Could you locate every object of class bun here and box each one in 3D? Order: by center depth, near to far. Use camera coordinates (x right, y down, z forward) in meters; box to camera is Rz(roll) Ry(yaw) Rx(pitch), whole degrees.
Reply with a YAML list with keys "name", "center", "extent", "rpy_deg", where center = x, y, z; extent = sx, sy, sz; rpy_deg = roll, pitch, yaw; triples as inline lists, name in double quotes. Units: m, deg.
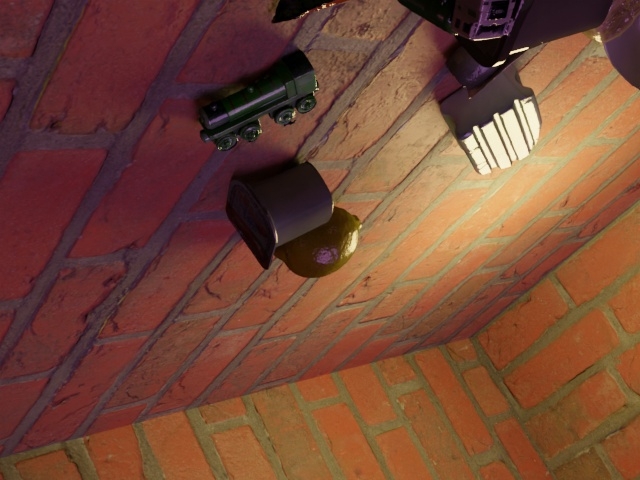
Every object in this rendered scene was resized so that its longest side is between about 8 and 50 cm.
- name: "bun"
  center: [0.626, -0.532, 1.958]
  extent: [0.193, 0.128, 0.178]
  rpy_deg: [-46, 155, 11]

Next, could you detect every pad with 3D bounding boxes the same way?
- name: "pad"
  center: [0.410, -0.406, 1.989]
  extent: [0.232, 0.004, 0.156]
  rpy_deg: [-40, -165, 21]

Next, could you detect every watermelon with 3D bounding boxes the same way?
- name: "watermelon"
  center: [0.030, -0.431, 1.558]
  extent: [0.245, 0.063, 0.119]
  rpy_deg: [-25, 178, -19]

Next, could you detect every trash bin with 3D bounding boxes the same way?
- name: "trash bin"
  center: [0.390, -0.463, 1.653]
  extent: [0.250, 0.220, 0.219]
  rpy_deg: [-15, 145, -19]

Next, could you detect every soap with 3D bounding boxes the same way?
- name: "soap"
  center: [0.438, -0.290, 2.259]
  extent: [0.208, 0.115, 0.347]
  rpy_deg: [-32, 158, 10]

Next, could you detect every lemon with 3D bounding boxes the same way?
- name: "lemon"
  center: [0.000, 0.000, 2.281]
  extent: [0.248, 0.184, 0.184]
  rpy_deg: [-21, 157, -17]

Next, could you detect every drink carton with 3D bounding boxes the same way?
- name: "drink carton"
  center: [-0.082, -0.071, 2.032]
  extent: [0.189, 0.185, 0.191]
  rpy_deg: [-22, 155, -23]

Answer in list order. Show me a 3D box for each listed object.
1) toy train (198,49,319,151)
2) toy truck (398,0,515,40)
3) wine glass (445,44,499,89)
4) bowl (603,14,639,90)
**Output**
- name: "toy train"
  center: [-0.117, -0.261, 1.715]
  extent: [0.251, 0.085, 0.119]
  rpy_deg: [-27, 152, -9]
- name: "toy truck"
  center: [0.226, -0.428, 1.571]
  extent: [0.101, 0.242, 0.125]
  rpy_deg: [-13, 128, -32]
- name: "wine glass"
  center: [0.347, -0.480, 1.858]
  extent: [0.309, 0.096, 0.264]
  rpy_deg: [-39, 132, 25]
- name: "bowl"
  center: [0.826, -0.481, 2.132]
  extent: [0.144, 0.287, 0.287]
  rpy_deg: [-43, 162, -18]
